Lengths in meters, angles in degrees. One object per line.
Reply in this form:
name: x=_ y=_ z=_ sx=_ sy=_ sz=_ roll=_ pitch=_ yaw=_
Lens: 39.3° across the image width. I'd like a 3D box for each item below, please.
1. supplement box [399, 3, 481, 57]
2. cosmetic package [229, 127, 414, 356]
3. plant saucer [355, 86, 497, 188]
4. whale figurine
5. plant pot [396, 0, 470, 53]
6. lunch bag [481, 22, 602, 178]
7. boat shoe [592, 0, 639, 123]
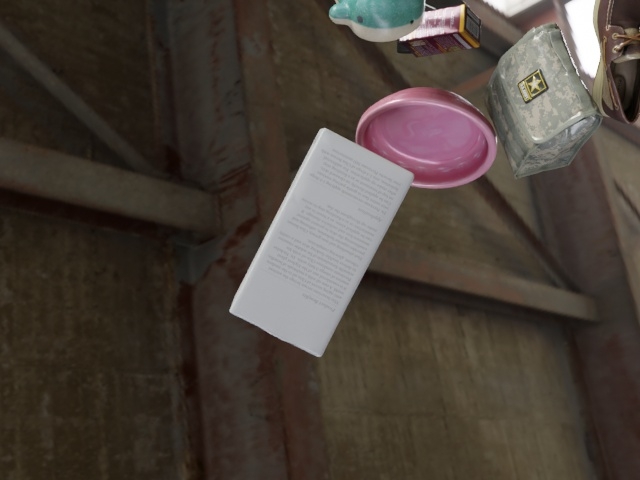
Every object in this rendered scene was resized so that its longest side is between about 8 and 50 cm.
supplement box: x=0.313 y=-0.548 z=2.346 sx=0.104 sy=0.188 sz=0.081 roll=22 pitch=-110 yaw=-54
cosmetic package: x=0.000 y=0.000 z=2.000 sx=0.230 sy=0.453 sz=0.161 roll=27 pitch=-176 yaw=-6
plant saucer: x=0.252 y=-0.250 z=2.122 sx=0.332 sy=0.332 sz=0.084 roll=36 pitch=-128 yaw=-35
whale figurine: x=0.101 y=-0.540 z=1.926 sx=0.216 sy=0.141 sz=0.272 roll=-32 pitch=-126 yaw=-27
plant pot: x=0.365 y=-0.672 z=2.803 sx=0.187 sy=0.167 sz=0.188 roll=-10 pitch=-65 yaw=-27
lunch bag: x=0.486 y=-0.305 z=1.960 sx=0.169 sy=0.287 sz=0.235 roll=-14 pitch=-109 yaw=-11
boat shoe: x=0.659 y=-0.414 z=1.918 sx=0.123 sy=0.123 sz=0.342 roll=-115 pitch=21 yaw=-61
